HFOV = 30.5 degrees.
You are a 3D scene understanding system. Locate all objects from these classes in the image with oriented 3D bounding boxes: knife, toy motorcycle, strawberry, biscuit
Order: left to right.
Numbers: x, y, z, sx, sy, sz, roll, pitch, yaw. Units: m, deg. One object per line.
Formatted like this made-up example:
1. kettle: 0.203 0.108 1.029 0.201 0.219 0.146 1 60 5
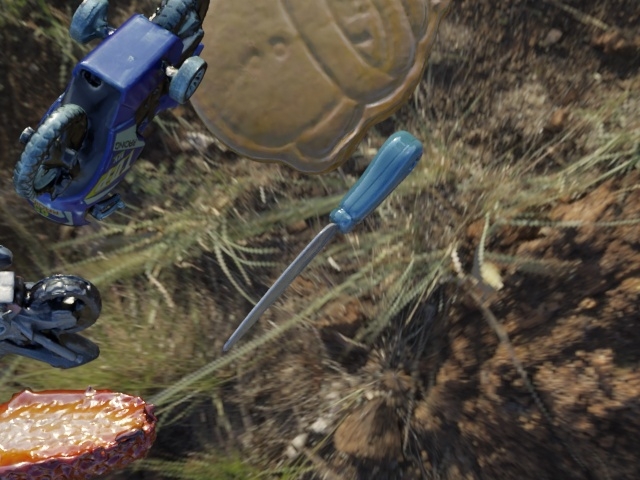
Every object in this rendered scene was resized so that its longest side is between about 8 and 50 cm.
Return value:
1. toy motorcycle: -0.421 0.100 1.436 0.307 0.173 0.108 2 50 -14
2. strawberry: -0.247 0.205 1.147 0.188 0.121 0.082 -4 125 8
3. toy motorcycle: -0.179 -0.112 1.014 0.113 0.169 0.315 31 44 2
4. biscuit: -0.017 -0.263 1.443 0.351 0.057 0.312 -42 85 -4
5. knife: 0.001 -0.001 0.982 0.032 0.058 0.244 42 76 5
